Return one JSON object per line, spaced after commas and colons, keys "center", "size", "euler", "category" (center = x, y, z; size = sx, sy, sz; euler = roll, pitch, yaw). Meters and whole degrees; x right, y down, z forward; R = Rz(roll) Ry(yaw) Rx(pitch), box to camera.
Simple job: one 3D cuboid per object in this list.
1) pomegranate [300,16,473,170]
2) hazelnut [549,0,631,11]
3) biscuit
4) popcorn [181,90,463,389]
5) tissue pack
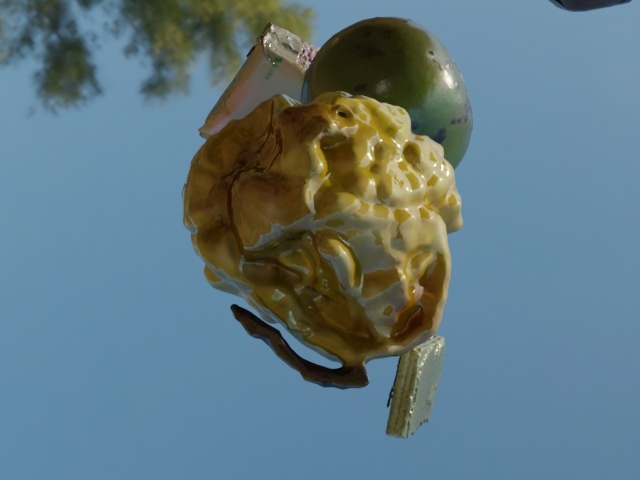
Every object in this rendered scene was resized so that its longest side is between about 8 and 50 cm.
{"center": [0.073, -0.176, 2.036], "size": [0.323, 0.291, 0.290], "euler": [-31, -153, -35], "category": "pomegranate"}
{"center": [0.326, -0.370, 1.716], "size": [0.170, 0.161, 0.201], "euler": [-27, -141, -19], "category": "hazelnut"}
{"center": [0.124, 0.185, 1.775], "size": [0.040, 0.199, 0.121], "euler": [13, -87, 13], "category": "biscuit"}
{"center": [0.000, 0.000, 1.669], "size": [0.349, 0.349, 0.382], "euler": [-18, -121, 25], "category": "popcorn"}
{"center": [-0.072, -0.251, 2.527], "size": [0.257, 0.215, 0.123], "euler": [-51, -163, 40], "category": "tissue pack"}
